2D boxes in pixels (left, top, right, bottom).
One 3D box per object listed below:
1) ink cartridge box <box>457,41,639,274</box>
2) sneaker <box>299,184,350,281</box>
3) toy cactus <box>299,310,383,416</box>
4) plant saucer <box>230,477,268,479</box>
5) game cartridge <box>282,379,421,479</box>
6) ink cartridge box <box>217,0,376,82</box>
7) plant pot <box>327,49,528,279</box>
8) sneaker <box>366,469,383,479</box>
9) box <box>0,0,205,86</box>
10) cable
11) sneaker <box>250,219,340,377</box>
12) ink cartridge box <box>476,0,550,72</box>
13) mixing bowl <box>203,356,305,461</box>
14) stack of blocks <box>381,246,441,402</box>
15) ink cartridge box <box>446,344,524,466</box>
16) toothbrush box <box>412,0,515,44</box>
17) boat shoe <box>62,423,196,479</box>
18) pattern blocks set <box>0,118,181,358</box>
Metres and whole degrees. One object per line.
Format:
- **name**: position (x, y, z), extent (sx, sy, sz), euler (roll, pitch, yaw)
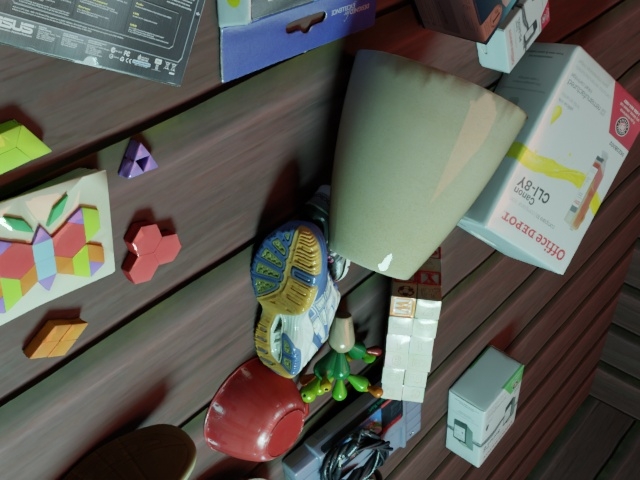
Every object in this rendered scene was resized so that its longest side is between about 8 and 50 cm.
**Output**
- **ink cartridge box**: position (0.448, -0.160, 1.456), extent (0.279, 0.160, 0.384), euler (27, 92, -35)
- **sneaker**: position (0.000, 0.000, 1.122), extent (0.075, 0.063, 0.170), euler (-35, 134, -36)
- **toy cactus**: position (0.041, 0.222, 1.322), extent (0.219, 0.112, 0.180), euler (-16, 116, -39)
- **plant saucer**: position (-0.198, 0.539, 1.255), extent (0.311, 0.050, 0.310), euler (-34, 137, -38)
- **game cartridge**: position (0.080, 0.428, 1.517), extent (0.355, 0.068, 0.230), euler (-33, 142, -27)
- **ink cartridge box**: position (0.004, -0.365, 0.853), extent (0.304, 0.072, 0.307), euler (-33, 136, -38)
- **plant pot**: position (0.118, -0.093, 1.026), extent (0.257, 0.257, 0.273), euler (14, 100, -57)
- **sneaker**: position (0.084, 0.583, 1.625), extent (0.271, 0.100, 0.107), euler (16, 87, -75)
- **box**: position (-0.203, -0.253, 0.655), extent (0.231, 0.056, 0.183), euler (-1, 113, -55)
- **cable**: position (0.075, 0.449, 1.441), extent (0.150, 0.047, 0.184), euler (-52, 144, -4)
- **sneaker**: position (-0.029, 0.072, 1.105), extent (0.131, 0.112, 0.296), euler (-37, 150, -40)
- **ink cartridge box**: position (0.352, -0.398, 1.316), extent (0.150, 0.063, 0.109), euler (-52, 146, -15)
- **mixing bowl**: position (-0.091, 0.290, 1.175), extent (0.181, 0.098, 0.181), euler (-33, 137, -36)
- **stack of blocks**: position (0.171, 0.175, 1.391), extent (0.171, 0.087, 0.297), euler (-77, 171, -55)
- **ink cartridge box**: position (0.470, 0.479, 2.075), extent (0.211, 0.122, 0.289), euler (-40, 142, -30)
- **toothbrush box**: position (0.246, -0.477, 1.052), extent (0.295, 0.126, 0.216), euler (-56, 146, -9)
- **boat shoe**: position (-0.302, 0.387, 0.950), extent (0.342, 0.123, 0.123), euler (-45, 158, -25)
- **pattern blocks set**: position (-0.294, 0.011, 0.751), extent (0.325, 0.026, 0.285), euler (-40, 141, -30)
